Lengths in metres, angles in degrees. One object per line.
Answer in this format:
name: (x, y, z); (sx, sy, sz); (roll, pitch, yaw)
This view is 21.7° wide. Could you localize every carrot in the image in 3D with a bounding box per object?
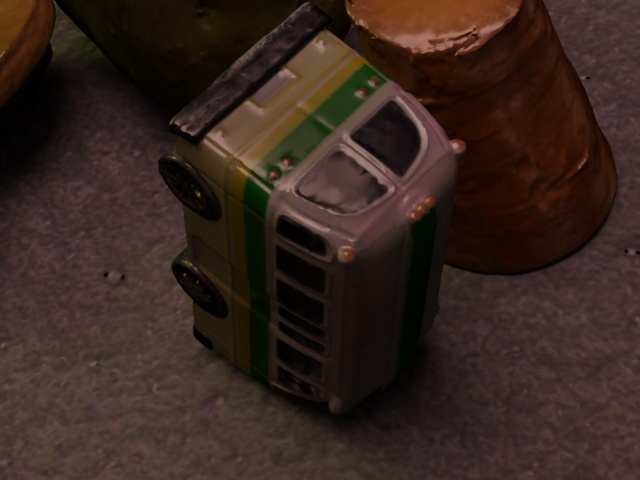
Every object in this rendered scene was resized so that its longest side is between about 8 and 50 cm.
carrot: (0.130, -0.122, 1.303); (0.195, 0.254, 0.196); (-7, 52, 9)

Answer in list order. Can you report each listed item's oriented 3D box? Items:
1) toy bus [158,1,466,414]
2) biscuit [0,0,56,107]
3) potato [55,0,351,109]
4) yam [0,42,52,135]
toy bus: (0.000, 0.000, 1.198); (0.179, 0.305, 0.143); (37, 65, 18)
biscuit: (-0.369, -0.106, 1.437); (0.355, 0.052, 0.275); (-49, 37, -12)
potato: (-0.130, -0.267, 1.458); (0.219, 0.270, 0.359); (-23, 43, -34)
yam: (-0.304, -0.125, 1.502); (0.068, 0.068, 0.169); (15, 59, 21)
